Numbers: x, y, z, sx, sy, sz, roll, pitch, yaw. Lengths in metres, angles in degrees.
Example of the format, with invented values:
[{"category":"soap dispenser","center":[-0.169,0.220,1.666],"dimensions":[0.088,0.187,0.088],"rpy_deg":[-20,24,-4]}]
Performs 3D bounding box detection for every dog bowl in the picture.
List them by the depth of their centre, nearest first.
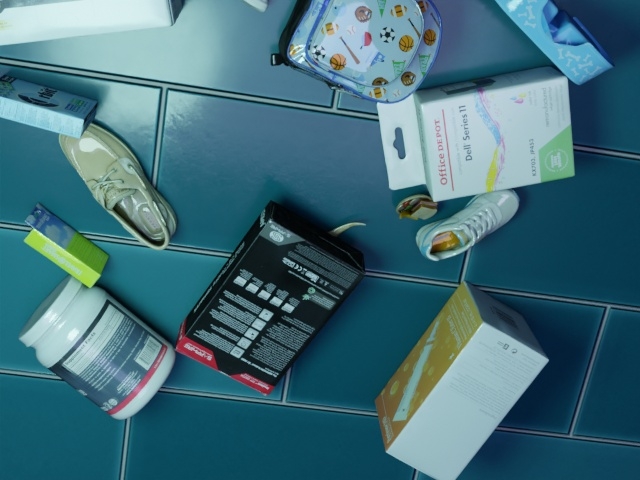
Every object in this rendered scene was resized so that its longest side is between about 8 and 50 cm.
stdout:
[{"category":"dog bowl","center":[0.422,-0.407,1.744],"dimensions":[0.297,0.166,0.074],"rpy_deg":[41,115,-17]}]

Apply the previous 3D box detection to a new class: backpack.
[{"category":"backpack","center":[0.087,-0.381,1.712],"dimensions":[0.263,0.213,0.277],"rpy_deg":[22,105,-22]}]

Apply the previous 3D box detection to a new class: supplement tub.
[{"category":"supplement tub","center":[-0.449,0.215,1.902],"dimensions":[0.272,0.191,0.191],"rpy_deg":[42,103,-16]}]

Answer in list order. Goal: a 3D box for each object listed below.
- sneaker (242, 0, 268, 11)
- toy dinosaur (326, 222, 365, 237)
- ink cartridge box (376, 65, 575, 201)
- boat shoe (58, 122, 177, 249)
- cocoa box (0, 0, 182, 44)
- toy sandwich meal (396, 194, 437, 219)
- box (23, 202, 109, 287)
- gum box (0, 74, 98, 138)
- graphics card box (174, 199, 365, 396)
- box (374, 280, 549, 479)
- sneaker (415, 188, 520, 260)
[{"category":"sneaker","center":[-0.162,-0.513,1.712],"dimensions":[0.212,0.080,0.094],"rpy_deg":[42,91,-15]},{"category":"toy dinosaur","center":[0.000,0.000,1.933],"dimensions":[0.092,0.053,0.183],"rpy_deg":[35,107,-30]},{"category":"ink cartridge box","center":[0.300,-0.201,1.829],"dimensions":[0.353,0.119,0.207],"rpy_deg":[-11,112,1]},{"category":"boat shoe","center":[-0.395,-0.106,1.833],"dimensions":[0.109,0.098,0.302],"rpy_deg":[-35,109,9]},{"category":"cocoa box","center":[-0.431,-0.478,1.619],"dimensions":[0.347,0.231,0.228],"rpy_deg":[-7,110,-1]},{"category":"toy sandwich meal","center":[0.195,-0.064,1.903],"dimensions":[0.085,0.085,0.029],"rpy_deg":[-12,66,-6]},{"category":"box","center":[-0.510,0.009,1.864],"dimensions":[0.178,0.109,0.042],"rpy_deg":[39,105,-16]},{"category":"gum box","center":[-0.519,-0.249,1.740],"dimensions":[0.184,0.157,0.041],"rpy_deg":[15,109,-10]},{"category":"graphics card box","center":[-0.105,0.124,1.911],"dimensions":[0.232,0.094,0.371],"rpy_deg":[29,116,-16]},{"category":"box","center":[0.285,0.296,1.966],"dimensions":[0.168,0.215,0.345],"rpy_deg":[30,106,-13]},{"category":"sneaker","center":[0.307,-0.027,1.910],"dimensions":[0.228,0.092,0.087],"rpy_deg":[-31,108,7]}]
